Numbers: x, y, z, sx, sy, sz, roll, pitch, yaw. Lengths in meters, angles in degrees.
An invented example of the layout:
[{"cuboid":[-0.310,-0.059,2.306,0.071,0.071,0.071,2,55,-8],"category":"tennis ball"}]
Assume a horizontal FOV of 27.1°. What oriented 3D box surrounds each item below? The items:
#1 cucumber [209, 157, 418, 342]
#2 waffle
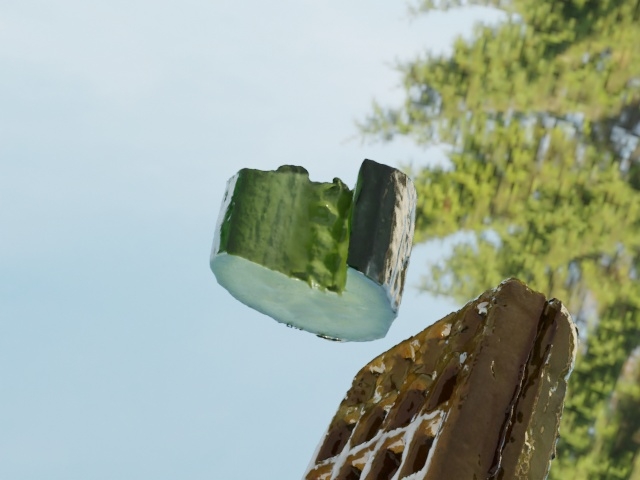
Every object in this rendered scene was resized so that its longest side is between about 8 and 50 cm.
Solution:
[{"cuboid":[-0.002,0.005,1.261,0.191,0.191,0.130,11,-118,3],"category":"cucumber"},{"cuboid":[0.063,0.193,0.965,0.098,0.224,0.328,38,-129,-17],"category":"waffle"}]
